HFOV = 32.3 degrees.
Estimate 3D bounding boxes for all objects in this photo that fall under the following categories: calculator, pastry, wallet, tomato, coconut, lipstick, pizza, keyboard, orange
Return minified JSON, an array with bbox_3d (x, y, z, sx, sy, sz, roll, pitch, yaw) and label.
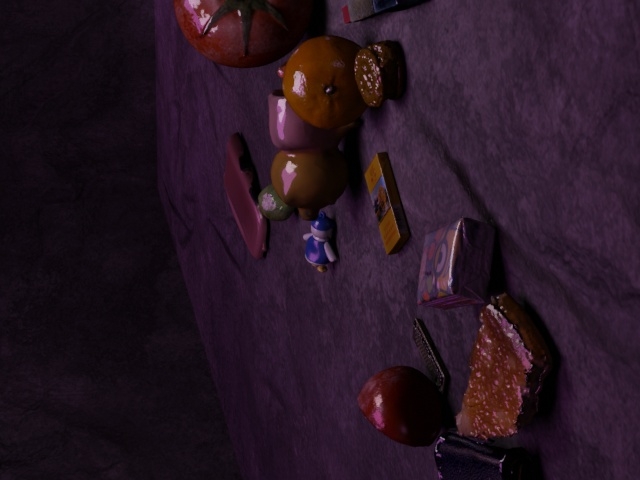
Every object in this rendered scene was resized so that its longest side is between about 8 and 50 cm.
[{"bbox_3d":[-0.194,-0.106,2.867,0.220,0.048,0.330,105,149,-53],"label":"calculator"},{"bbox_3d":[0.094,-0.263,1.738,0.097,0.057,0.109,-126,28,-47],"label":"pastry"},{"bbox_3d":[0.255,0.402,1.558,0.221,0.071,0.262,172,85,-70],"label":"wallet"},{"bbox_3d":[-0.143,-0.456,2.082,0.265,0.265,0.265,171,90,-74],"label":"tomato"},{"bbox_3d":[-0.097,-0.086,2.470,0.096,0.088,0.088,132,127,-64],"label":"coconut"},{"bbox_3d":[0.085,-0.371,1.710,0.312,0.051,0.051,-164,64,-74],"label":"lipstick"},{"bbox_3d":[0.245,0.185,1.443,0.147,0.069,0.226,42,132,54],"label":"pizza"},{"bbox_3d":[0.175,0.186,1.783,0.049,0.015,0.129,96,158,-44],"label":"keyboard"},{"bbox_3d":[0.138,0.254,1.769,0.159,0.139,0.091,-101,34,-66],"label":"tomato"},{"bbox_3d":[0.014,-0.261,1.830,0.124,0.156,0.156,-82,-10,-67],"label":"orange"}]

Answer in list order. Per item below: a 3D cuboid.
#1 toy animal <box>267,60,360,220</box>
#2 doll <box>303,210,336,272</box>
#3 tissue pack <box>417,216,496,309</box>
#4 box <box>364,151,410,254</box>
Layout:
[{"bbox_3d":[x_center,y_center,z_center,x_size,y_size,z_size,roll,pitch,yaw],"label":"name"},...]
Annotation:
[{"bbox_3d":[-0.017,-0.172,1.995,0.195,0.169,0.281,13,119,36],"label":"toy animal"},{"bbox_3d":[0.000,0.000,2.222,0.099,0.057,0.143,38,139,37],"label":"doll"},{"bbox_3d":[0.185,0.035,1.534,0.148,0.060,0.109,152,130,-74],"label":"tissue pack"},{"bbox_3d":[0.111,-0.062,1.855,0.087,0.023,0.155,112,146,-67],"label":"box"}]
